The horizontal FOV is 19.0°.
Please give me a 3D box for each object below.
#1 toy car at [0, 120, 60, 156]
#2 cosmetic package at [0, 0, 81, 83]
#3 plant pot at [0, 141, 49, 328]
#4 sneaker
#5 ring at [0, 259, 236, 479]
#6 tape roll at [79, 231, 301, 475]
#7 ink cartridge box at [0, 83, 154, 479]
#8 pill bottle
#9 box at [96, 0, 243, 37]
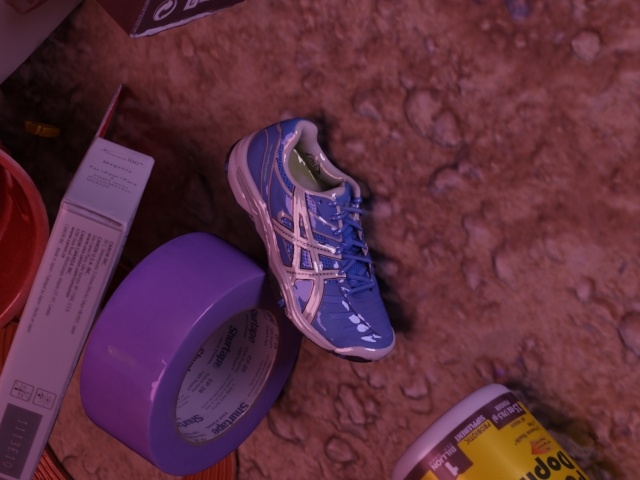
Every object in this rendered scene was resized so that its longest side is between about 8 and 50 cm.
[{"bbox_3d":[-0.281,-0.076,1.753,0.122,0.040,0.060,-2,84,44],"label":"toy car"},{"bbox_3d":[-0.323,-0.247,1.536,0.129,0.296,0.153,-44,74,1],"label":"cosmetic package"},{"bbox_3d":[-0.399,-0.068,1.670,0.265,0.272,0.272,-117,36,-46],"label":"plant pot"},{"bbox_3d":[0.000,0.000,1.512,0.081,0.080,0.211,-34,85,45],"label":"sneaker"},{"bbox_3d":[-0.213,0.164,1.805,0.336,0.032,0.337,17,118,35],"label":"ring"},{"bbox_3d":[-0.103,0.093,1.567,0.080,0.189,0.189,30,125,29],"label":"tape roll"},{"bbox_3d":[-0.208,0.035,1.620,0.060,0.239,0.275,22,118,-4],"label":"ink cartridge box"},{"bbox_3d":[0.161,0.220,1.438,0.215,0.117,0.117,48,132,15],"label":"pill bottle"},{"bbox_3d":[-0.091,-0.359,1.401,0.191,0.143,0.381,46,133,18],"label":"box"}]
